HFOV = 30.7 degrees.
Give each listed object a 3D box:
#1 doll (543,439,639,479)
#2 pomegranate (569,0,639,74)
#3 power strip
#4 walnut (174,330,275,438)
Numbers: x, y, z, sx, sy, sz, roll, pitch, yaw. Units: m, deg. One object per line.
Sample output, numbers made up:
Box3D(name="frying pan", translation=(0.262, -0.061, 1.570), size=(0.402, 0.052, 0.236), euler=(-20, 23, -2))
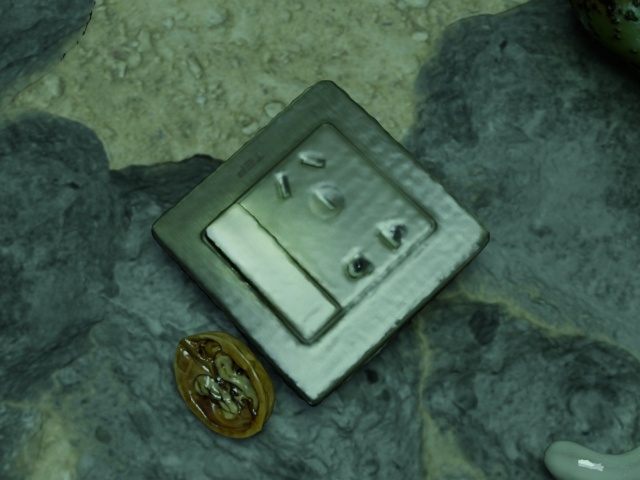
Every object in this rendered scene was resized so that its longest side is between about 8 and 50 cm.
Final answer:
Box3D(name="doll", translation=(0.360, 0.247, 1.053), size=(0.311, 0.159, 0.242), euler=(5, 71, 7))
Box3D(name="pomegranate", translation=(0.387, -0.266, 1.146), size=(0.285, 0.285, 0.340), euler=(-4, 40, 0))
Box3D(name="power strip", translation=(-0.001, 0.002, 1.188), size=(0.251, 0.092, 0.257), euler=(-40, 74, -15))
Box3D(name="walnut", translation=(-0.089, 0.139, 1.158), size=(0.121, 0.052, 0.091), euler=(49, 118, 13))
